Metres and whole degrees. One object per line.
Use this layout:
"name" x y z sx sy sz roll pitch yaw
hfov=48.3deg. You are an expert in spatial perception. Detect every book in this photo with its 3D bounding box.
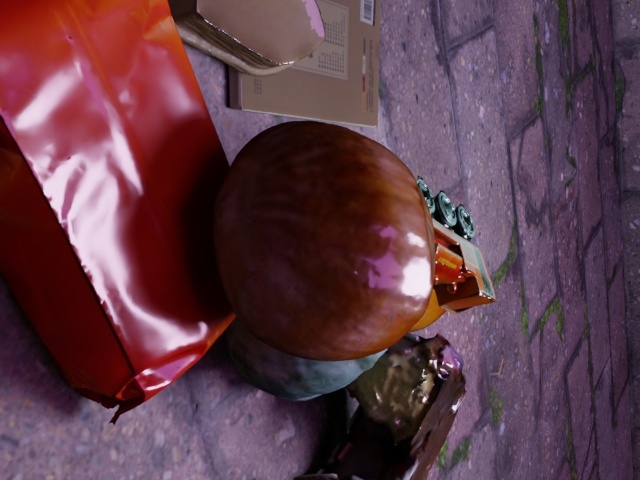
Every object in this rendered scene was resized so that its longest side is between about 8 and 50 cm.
"book" -0.008 -0.261 0.908 0.310 0.021 0.217 -6 98 -55

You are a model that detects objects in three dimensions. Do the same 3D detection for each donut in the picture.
"donut" 0.068 0.269 0.908 0.345 0.136 0.259 -61 157 -3

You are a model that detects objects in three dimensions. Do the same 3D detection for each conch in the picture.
"conch" -0.018 0.071 0.786 0.195 0.220 0.277 -23 132 -36

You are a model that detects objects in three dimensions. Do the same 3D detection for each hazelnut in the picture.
"hazelnut" 0.000 0.000 0.613 0.214 0.176 0.214 25 47 -29

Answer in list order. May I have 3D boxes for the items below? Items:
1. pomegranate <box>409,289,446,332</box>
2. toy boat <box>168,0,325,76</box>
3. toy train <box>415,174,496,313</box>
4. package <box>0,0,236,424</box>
"pomegranate" 0.092 0.030 0.944 0.191 0.191 0.191 -7 98 -55
"toy boat" -0.069 -0.240 0.751 0.188 0.061 0.116 15 82 -43
"toy train" 0.123 0.007 0.778 0.176 0.074 0.118 25 47 -51
"package" -0.182 -0.054 0.582 0.196 0.123 0.423 -50 133 -44
